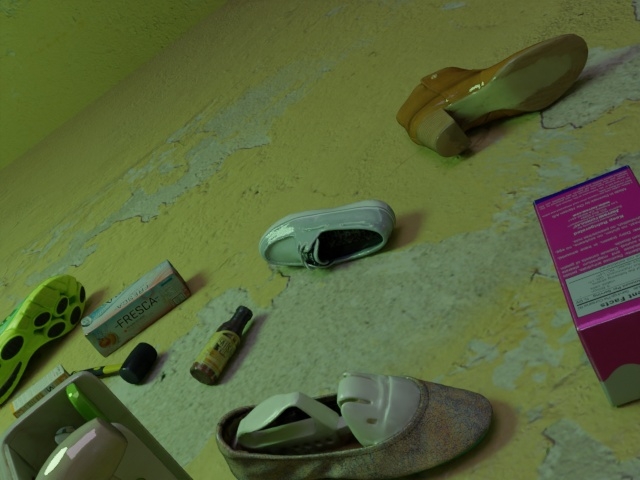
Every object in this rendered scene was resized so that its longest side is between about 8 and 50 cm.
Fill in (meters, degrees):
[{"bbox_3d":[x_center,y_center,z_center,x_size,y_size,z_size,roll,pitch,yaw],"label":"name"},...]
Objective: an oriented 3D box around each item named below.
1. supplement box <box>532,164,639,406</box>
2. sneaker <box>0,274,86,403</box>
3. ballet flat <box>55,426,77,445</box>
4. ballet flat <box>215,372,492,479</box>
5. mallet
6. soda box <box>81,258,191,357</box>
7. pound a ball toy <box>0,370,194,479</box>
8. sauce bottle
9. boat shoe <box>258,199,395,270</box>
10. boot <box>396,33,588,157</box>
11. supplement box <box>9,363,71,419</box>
[{"bbox_3d":[0.301,0.039,0.796,0.114,0.111,0.220,-22,31,18],"label":"supplement box"},{"bbox_3d":[-0.554,0.170,1.447,0.123,0.109,0.295,6,47,43],"label":"sneaker"},{"bbox_3d":[-0.406,0.320,1.124,0.221,0.077,0.079,-41,48,-5],"label":"ballet flat"},{"bbox_3d":[0.020,0.197,0.840,0.316,0.106,0.107,-20,32,23],"label":"ballet flat"},{"bbox_3d":[-0.340,0.211,1.254,0.189,0.039,0.062,-20,28,30],"label":"mallet"},{"bbox_3d":[-0.313,0.114,1.346,0.183,0.058,0.063,-36,29,-6],"label":"soda box"},{"bbox_3d":[-0.172,0.265,0.705,0.135,0.319,0.208,-41,30,-13],"label":"pound a ball toy"},{"bbox_3d":[-0.139,0.147,1.139,0.042,0.042,0.128,-5,41,40],"label":"sauce bottle"},{"bbox_3d":[0.001,0.001,1.184,0.227,0.079,0.081,-15,29,23],"label":"boat shoe"},{"bbox_3d":[0.264,-0.259,1.295,0.295,0.104,0.211,-35,29,6],"label":"boot"},{"bbox_3d":[-0.426,0.252,1.244,0.098,0.062,0.036,-40,29,-12],"label":"supplement box"}]
